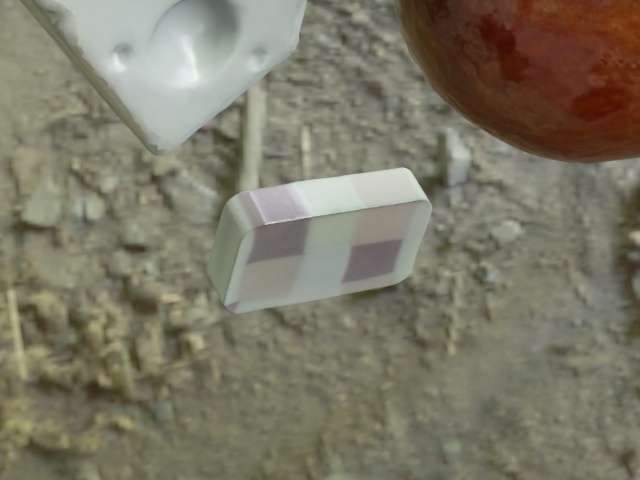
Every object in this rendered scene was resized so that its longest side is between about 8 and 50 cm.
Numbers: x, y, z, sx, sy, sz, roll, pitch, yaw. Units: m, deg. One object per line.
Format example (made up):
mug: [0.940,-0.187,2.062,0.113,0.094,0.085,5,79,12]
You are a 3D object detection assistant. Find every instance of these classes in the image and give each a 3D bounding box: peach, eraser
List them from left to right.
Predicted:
eraser: [0.000,0.000,0.854,0.026,0.105,0.065,62,148,35]
peach: [0.136,-0.170,0.983,0.257,0.232,0.232,23,111,-7]

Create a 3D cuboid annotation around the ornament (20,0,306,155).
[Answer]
ornament: [-0.075,-0.230,0.662,0.239,0.240,0.240,-39,49,-4]
